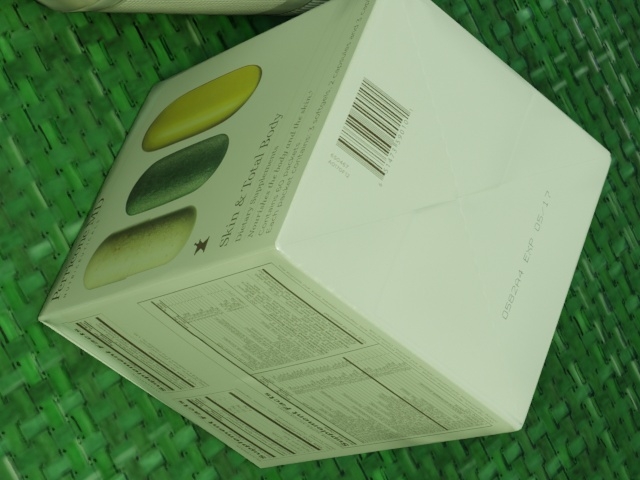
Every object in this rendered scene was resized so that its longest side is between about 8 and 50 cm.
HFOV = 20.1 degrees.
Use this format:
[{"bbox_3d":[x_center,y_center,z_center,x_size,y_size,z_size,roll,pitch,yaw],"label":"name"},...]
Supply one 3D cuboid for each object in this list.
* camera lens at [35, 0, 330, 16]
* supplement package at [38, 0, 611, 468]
[{"bbox_3d":[-0.073,-0.253,1.154,0.274,0.219,0.219,-4,82,-38],"label":"camera lens"},{"bbox_3d":[0.000,0.000,1.125,0.198,0.263,0.199,37,60,-25],"label":"supplement package"}]
